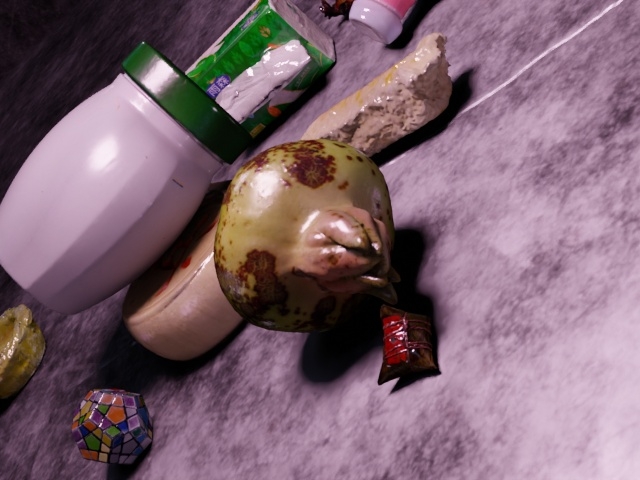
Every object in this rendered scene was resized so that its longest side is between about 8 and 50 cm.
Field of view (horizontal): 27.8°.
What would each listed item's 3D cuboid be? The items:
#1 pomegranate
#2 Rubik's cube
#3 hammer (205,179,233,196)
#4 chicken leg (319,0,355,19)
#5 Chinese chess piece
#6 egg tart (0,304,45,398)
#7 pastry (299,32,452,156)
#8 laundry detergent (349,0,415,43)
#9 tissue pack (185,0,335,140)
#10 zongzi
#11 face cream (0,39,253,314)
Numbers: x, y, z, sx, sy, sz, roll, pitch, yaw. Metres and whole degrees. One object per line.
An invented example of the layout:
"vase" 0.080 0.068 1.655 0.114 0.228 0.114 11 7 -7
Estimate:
"pomegranate" -0.016 -0.001 1.429 0.276 0.204 0.222 -95 13 -83
"Rubik's cube" -0.275 0.245 1.706 0.111 0.111 0.093 -50 49 2
"hammer" -0.141 -0.085 1.982 0.125 0.027 0.297 -31 10 -25
"chicken leg" 0.062 -0.393 2.052 0.105 0.063 0.234 -58 26 -2
"Chinese chess piece" -0.165 0.048 1.785 0.250 0.103 0.250 -40 24 22
"egg tart" -0.549 0.209 2.255 0.197 0.078 0.197 -41 26 26
"pastry" 0.080 -0.172 1.682 0.258 0.089 0.121 -28 30 40
"laundry detergent" 0.158 -0.442 1.877 0.335 0.159 0.088 -59 -15 -4
"tissue pack" -0.097 -0.265 2.047 0.209 0.148 0.156 -41 26 20
"zongzi" 0.096 0.113 1.319 0.073 0.067 0.083 3 75 48
"face cream" -0.287 -0.081 1.797 0.357 0.219 0.312 -48 20 2
